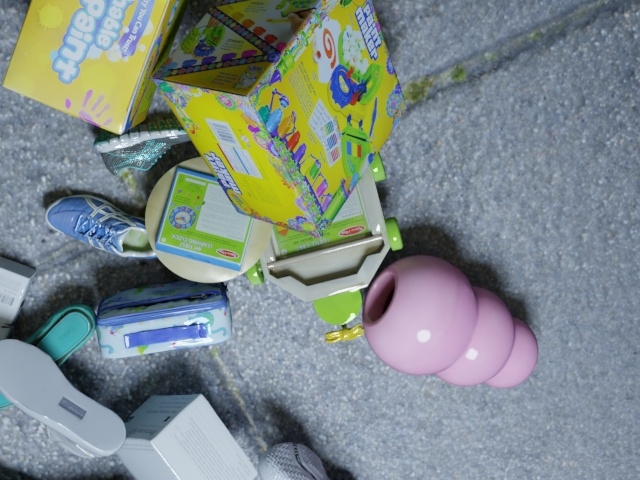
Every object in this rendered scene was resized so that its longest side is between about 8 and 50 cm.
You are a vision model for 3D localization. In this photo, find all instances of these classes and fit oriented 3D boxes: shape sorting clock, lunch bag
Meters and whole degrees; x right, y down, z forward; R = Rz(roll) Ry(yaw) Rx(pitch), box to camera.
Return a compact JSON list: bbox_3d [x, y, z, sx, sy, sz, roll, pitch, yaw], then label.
[{"bbox_3d":[-0.180,-0.034,1.295,0.206,0.040,0.206,1,82,-5],"label":"shape sorting clock"},{"bbox_3d":[-0.255,0.126,1.313,0.218,0.176,0.090,-8,103,-6],"label":"lunch bag"}]

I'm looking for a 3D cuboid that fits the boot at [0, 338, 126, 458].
[{"bbox_3d":[-0.441,0.268,1.284,0.258,0.123,0.095,44,48,-12],"label":"boot"}]

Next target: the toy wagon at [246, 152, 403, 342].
[{"bbox_3d":[0.000,0.000,1.338,0.267,0.068,0.345,-14,91,8],"label":"toy wagon"}]

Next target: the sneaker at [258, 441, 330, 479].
[{"bbox_3d":[-0.046,0.491,1.384,0.210,0.137,0.366,-38,136,5],"label":"sneaker"}]

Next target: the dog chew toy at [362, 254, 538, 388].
[{"bbox_3d":[0.240,0.158,1.384,0.331,0.206,0.207,24,97,-20],"label":"dog chew toy"}]

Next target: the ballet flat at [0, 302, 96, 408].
[{"bbox_3d":[-0.470,0.194,1.342,0.247,0.087,0.083,-39,97,4],"label":"ballet flat"}]

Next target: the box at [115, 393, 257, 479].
[{"bbox_3d":[-0.236,0.365,1.347,0.119,0.181,0.182,-43,108,-37],"label":"box"}]

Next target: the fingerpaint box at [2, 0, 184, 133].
[{"bbox_3d":[-0.256,-0.393,1.109,0.163,0.371,0.445,21,98,-12],"label":"fingerpaint box"}]

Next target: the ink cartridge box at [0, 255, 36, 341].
[{"bbox_3d":[-0.555,0.103,1.323,0.109,0.063,0.151,23,98,-11],"label":"ink cartridge box"}]

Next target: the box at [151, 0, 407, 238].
[{"bbox_3d":[-0.040,-0.212,1.158,0.279,0.177,0.290,-56,143,-24],"label":"box"}]

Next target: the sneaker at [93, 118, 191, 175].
[{"bbox_3d":[-0.285,-0.153,1.320,0.166,0.065,0.076,-11,119,-2],"label":"sneaker"}]

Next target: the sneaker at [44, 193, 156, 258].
[{"bbox_3d":[-0.350,-0.022,1.317,0.211,0.081,0.080,14,99,-11],"label":"sneaker"}]
